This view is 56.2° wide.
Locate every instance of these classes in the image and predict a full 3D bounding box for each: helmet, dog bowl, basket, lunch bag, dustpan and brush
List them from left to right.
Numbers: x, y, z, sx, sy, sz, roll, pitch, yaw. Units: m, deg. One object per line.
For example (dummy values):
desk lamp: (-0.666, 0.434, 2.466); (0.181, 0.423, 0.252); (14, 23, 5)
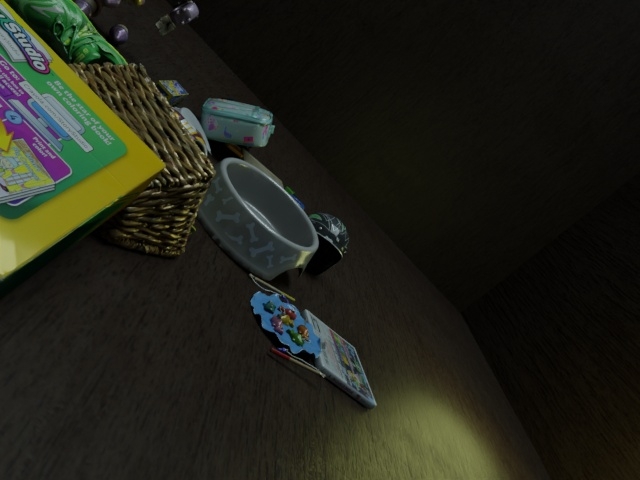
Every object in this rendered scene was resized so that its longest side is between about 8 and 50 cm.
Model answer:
basket: (-0.353, -0.120, 1.003); (0.213, 0.223, 0.299); (-17, 62, -41)
dustpan and brush: (-0.379, -0.331, 1.685); (0.147, 0.060, 0.211); (54, 11, -44)
lunch bag: (-0.251, -0.363, 1.837); (0.224, 0.107, 0.279); (8, 19, -6)
dog bowl: (-0.146, -0.057, 1.431); (0.349, 0.102, 0.349); (41, 18, -17)
helmet: (0.000, 0.000, 1.701); (0.169, 0.161, 0.169); (46, 12, -13)

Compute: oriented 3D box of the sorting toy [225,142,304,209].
sorting toy: (-0.193, -0.207, 1.944); (0.348, 0.047, 0.196); (40, 10, -26)

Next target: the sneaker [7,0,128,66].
sneaker: (-0.529, -0.432, 1.307); (0.295, 0.109, 0.123); (39, 11, -40)

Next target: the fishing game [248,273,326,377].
fishing game: (-0.061, 0.167, 1.233); (0.189, 0.041, 0.264); (34, 16, -28)

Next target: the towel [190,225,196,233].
towel: (-0.311, -0.117, 1.212); (0.237, 0.021, 0.102); (56, -10, 41)

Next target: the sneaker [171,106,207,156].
sneaker: (-0.357, -0.275, 1.527); (0.185, 0.069, 0.084); (34, 17, -46)

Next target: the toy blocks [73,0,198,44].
toy blocks: (-0.525, -0.663, 1.614); (0.260, 0.289, 0.309); (-102, 166, -57)

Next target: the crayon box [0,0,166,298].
crayon box: (-0.400, -0.135, 0.664); (0.363, 0.106, 0.313); (47, 29, -9)

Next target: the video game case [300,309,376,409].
video game case: (0.037, 0.265, 1.348); (0.183, 0.023, 0.201); (42, 13, -29)

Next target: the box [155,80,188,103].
box: (-0.439, -0.424, 1.734); (0.059, 0.054, 0.169); (47, 11, -10)

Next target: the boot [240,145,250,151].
boot: (-0.277, -0.345, 2.004); (0.121, 0.045, 0.099); (42, -6, -19)
